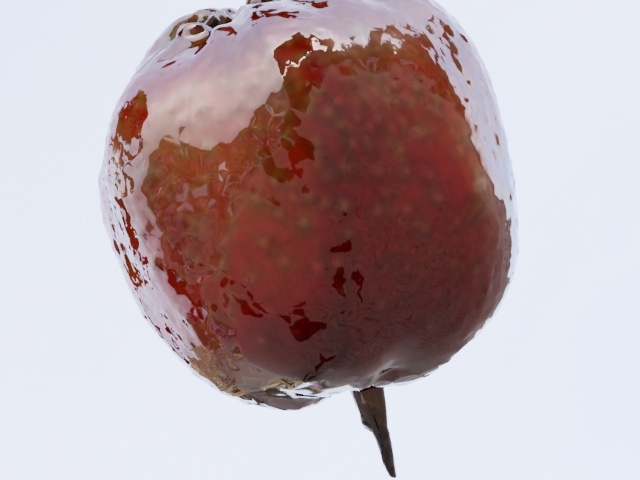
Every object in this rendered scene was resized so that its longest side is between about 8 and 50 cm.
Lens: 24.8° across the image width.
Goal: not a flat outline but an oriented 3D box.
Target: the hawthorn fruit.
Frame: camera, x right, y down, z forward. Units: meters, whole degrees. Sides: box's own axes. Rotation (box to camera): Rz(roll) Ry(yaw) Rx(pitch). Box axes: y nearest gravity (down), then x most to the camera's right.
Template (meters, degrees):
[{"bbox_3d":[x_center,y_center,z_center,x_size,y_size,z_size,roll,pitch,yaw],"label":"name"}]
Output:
[{"bbox_3d":[0.000,0.000,0.871,0.254,0.254,0.300,-20,-78,-28],"label":"hawthorn fruit"}]
